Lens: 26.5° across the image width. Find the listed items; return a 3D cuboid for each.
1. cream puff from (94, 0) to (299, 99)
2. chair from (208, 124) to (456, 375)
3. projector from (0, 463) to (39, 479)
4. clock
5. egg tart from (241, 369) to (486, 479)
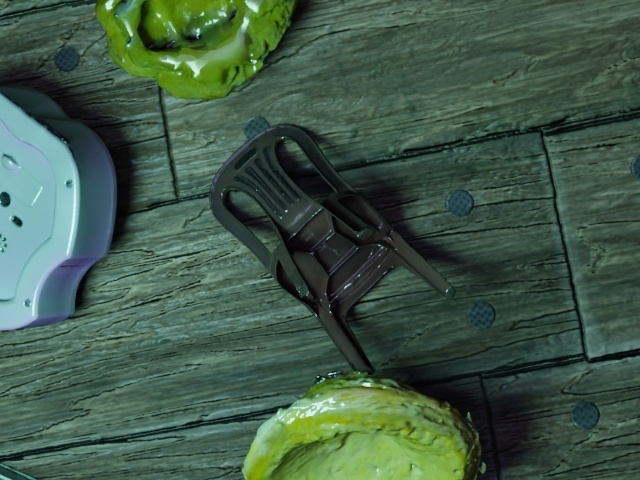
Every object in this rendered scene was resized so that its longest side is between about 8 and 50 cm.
[{"bbox_3d":[-0.171,-0.323,1.815,0.282,0.185,0.281,-1,82,9],"label":"cream puff"},{"bbox_3d":[0.000,0.000,1.800,0.175,0.183,0.326,-43,37,3],"label":"chair"},{"bbox_3d":[-0.483,0.428,1.833,0.192,0.099,0.256,22,88,10],"label":"projector"},{"bbox_3d":[-0.442,-0.043,1.830,0.339,0.102,0.338,1,93,21],"label":"clock"},{"bbox_3d":[0.048,0.266,1.727,0.315,0.315,0.120,-12,41,6],"label":"egg tart"}]
